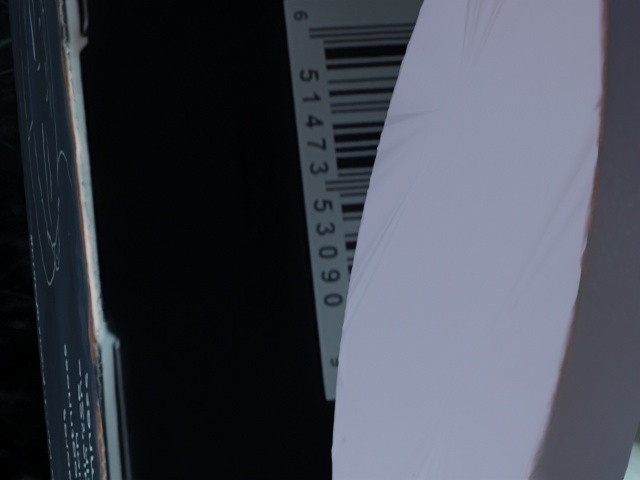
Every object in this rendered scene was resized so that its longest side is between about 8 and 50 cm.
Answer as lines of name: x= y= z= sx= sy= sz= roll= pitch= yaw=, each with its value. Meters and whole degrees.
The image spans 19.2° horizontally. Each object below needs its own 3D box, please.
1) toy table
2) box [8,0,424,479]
toy table: x=0.111 y=0.019 z=0.596 sx=0.252 sy=0.161 sz=0.274 roll=150 pitch=133 yaw=-66
box: x=0.000 y=0.000 z=0.972 sx=0.472 sy=0.297 sz=0.480 roll=148 pitch=117 yaw=-76
